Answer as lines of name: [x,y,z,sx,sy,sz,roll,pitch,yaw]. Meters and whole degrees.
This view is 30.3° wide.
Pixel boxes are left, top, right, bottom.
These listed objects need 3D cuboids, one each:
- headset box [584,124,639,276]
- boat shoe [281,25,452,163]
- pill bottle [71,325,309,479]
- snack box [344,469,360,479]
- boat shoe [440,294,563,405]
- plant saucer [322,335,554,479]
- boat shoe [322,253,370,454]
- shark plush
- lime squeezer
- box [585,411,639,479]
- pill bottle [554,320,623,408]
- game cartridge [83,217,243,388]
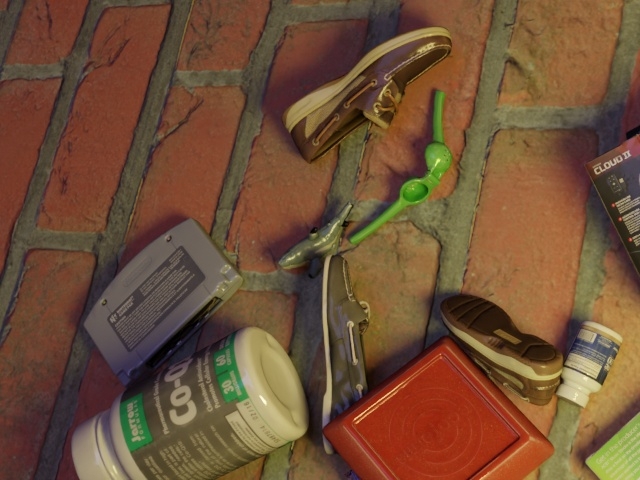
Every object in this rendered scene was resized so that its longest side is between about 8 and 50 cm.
headset box: [0.540,-0.055,1.723,0.218,0.110,0.293,-30,67,20]
boat shoe: [0.096,-0.250,2.087,0.342,0.123,0.123,-29,72,15]
pill bottle: [-0.217,0.305,1.956,0.361,0.204,0.204,-29,58,15]
snack box: [0.112,0.398,1.838,0.100,0.037,0.141,-36,57,9]
boat shoe: [0.267,0.172,1.817,0.095,0.095,0.257,-14,29,-23]
plant saucer: [0.174,0.294,1.781,0.258,0.048,0.259,-36,62,-12]
boat shoe: [0.055,0.185,1.929,0.095,0.112,0.335,-3,72,9]
shark plush: [0.000,0.000,2.052,0.161,0.067,0.073,-34,57,12]
lime squeezer: [0.158,-0.117,2.024,0.110,0.059,0.310,27,84,34]
box: [0.555,0.344,1.611,0.232,0.058,0.322,-44,57,6]
pill bottle: [0.396,0.185,1.757,0.067,0.067,0.120,22,81,34]
game cartridge: [-0.296,0.107,2.178,0.294,0.060,0.196,-44,59,5]
